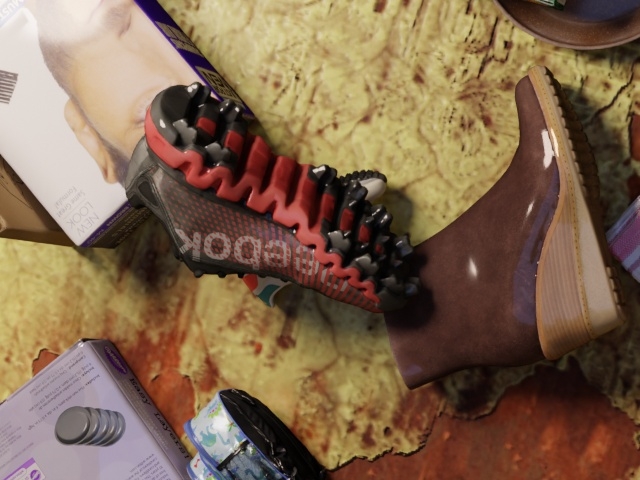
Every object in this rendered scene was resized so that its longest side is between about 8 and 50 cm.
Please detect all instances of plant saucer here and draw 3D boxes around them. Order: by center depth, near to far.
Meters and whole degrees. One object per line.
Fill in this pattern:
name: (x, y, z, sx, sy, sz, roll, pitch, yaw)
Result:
plant saucer: (0.232, -0.261, 1.465, 0.199, 0.036, 0.198, 0, 90, 14)

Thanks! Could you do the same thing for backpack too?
backpack: (-0.068, 0.191, 1.496, 0.084, 0.105, 0.114, -43, 75, 8)

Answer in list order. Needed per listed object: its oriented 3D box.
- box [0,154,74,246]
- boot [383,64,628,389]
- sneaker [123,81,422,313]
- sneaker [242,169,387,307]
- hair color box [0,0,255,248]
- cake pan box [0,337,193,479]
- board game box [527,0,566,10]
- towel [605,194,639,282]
box: (-0.291, -0.065, 1.502, 0.021, 0.201, 0.164, -39, 81, 6)
boot: (0.137, -0.010, 1.460, 0.207, 0.090, 0.248, -16, 76, 21)
sneaker: (-0.048, -0.013, 1.442, 0.276, 0.097, 0.135, 33, 126, -12)
sneaker: (0.000, 0.000, 1.514, 0.161, 0.057, 0.075, -31, 99, 10)
hair color box: (-0.241, -0.177, 1.540, 0.185, 0.110, 0.339, -42, 82, 8)
cake pan box: (-0.234, 0.262, 1.554, 0.267, 0.070, 0.245, -39, 79, 10)
board game box: (0.110, -0.294, 1.468, 0.260, 0.030, 0.136, 21, 92, 26)
towel: (0.355, 0.015, 1.440, 0.197, 0.029, 0.144, 43, 99, 7)
